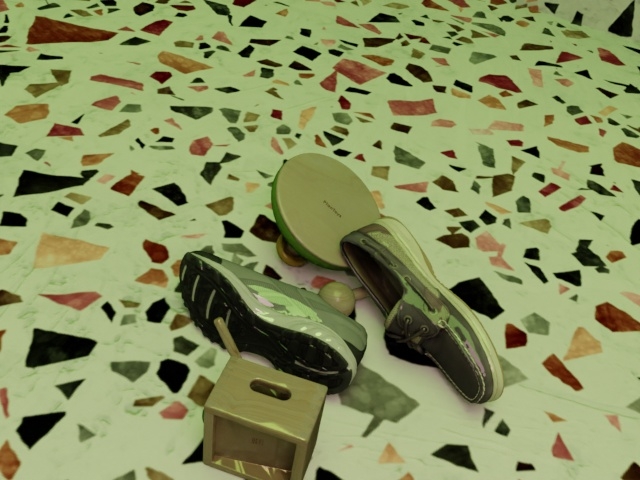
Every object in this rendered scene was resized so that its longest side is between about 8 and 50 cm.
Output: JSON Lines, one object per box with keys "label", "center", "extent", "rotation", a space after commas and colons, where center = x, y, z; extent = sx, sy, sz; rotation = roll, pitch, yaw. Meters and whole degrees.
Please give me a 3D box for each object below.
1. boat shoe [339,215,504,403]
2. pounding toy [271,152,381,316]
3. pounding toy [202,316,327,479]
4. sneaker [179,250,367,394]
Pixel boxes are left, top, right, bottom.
{"label": "boat shoe", "center": [0.120, 0.092, 0.879], "extent": [0.092, 0.103, 0.285], "rotation": [-18, 62, -27]}
{"label": "pounding toy", "center": [0.000, 0.000, 0.998], "extent": [0.183, 0.110, 0.237], "rotation": [-20, 77, -44]}
{"label": "pounding toy", "center": [-0.069, 0.178, 0.739], "extent": [0.141, 0.130, 0.100], "rotation": [17, 41, 8]}
{"label": "sneaker", "center": [-0.064, 0.093, 0.876], "extent": [0.271, 0.100, 0.108], "rotation": [29, 33, 14]}
